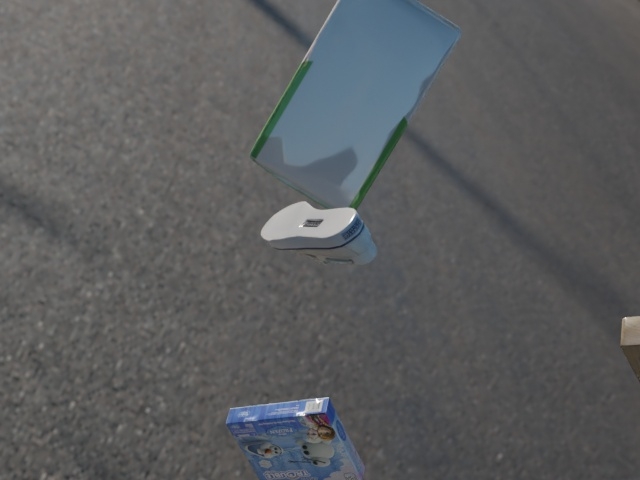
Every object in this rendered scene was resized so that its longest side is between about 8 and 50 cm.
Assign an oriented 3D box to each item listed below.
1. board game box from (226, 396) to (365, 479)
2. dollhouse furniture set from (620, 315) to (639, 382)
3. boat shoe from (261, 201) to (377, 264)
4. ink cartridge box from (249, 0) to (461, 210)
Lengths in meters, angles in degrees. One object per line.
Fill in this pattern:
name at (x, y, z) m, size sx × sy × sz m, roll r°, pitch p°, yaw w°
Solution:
board game box at (-0.020, 0.171, 1.034) m, size 0.020 × 0.090 × 0.090 m, roll -76°, pitch 148°, yaw -46°
dollhouse furniture set at (0.296, 0.124, 0.879) m, size 0.144 × 0.151 × 0.123 m, roll 51°, pitch 42°, yaw -47°
boat shoe at (0.000, 0.000, 0.745) m, size 0.035 × 0.035 × 0.100 m, roll 53°, pitch -25°, yaw -23°
ink cartridge box at (0.029, -0.119, 0.982) m, size 0.093 × 0.160 × 0.219 m, roll 31°, pitch 9°, yaw -3°
